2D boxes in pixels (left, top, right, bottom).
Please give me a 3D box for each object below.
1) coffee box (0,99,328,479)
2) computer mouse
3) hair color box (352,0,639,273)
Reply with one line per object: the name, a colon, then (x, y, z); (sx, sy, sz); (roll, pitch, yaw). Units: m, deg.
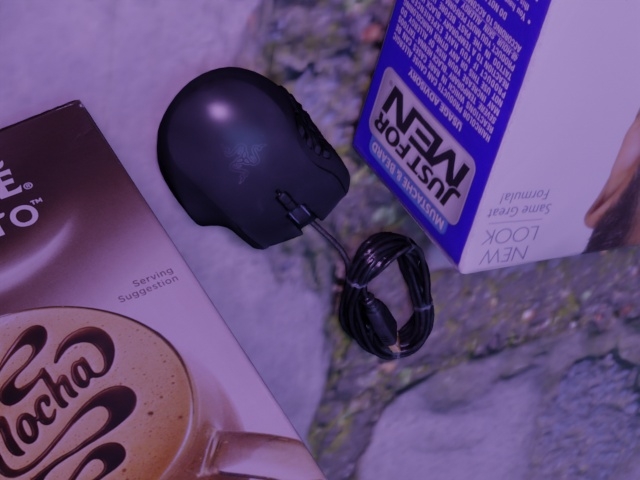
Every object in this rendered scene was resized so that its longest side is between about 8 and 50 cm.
coffee box: (-0.099, 0.103, 0.711); (0.168, 0.297, 0.119); (-24, 141, -16)
computer mouse: (0.000, 0.000, 0.881); (0.071, 0.041, 0.242); (-41, 140, 3)
hair color box: (0.152, -0.156, 0.794); (0.185, 0.110, 0.339); (-8, 133, -31)
